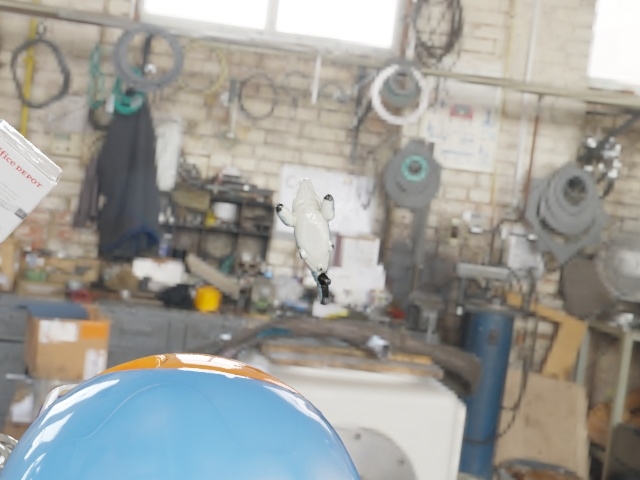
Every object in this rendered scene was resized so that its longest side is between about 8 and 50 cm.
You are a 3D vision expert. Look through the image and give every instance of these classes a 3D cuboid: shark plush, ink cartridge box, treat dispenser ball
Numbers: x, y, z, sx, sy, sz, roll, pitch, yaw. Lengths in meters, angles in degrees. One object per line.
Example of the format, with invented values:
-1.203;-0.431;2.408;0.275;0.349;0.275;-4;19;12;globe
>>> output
0.000;0.000;1.391;0.073;0.161;0.067;-23;8;2;shark plush
-0.390;-0.062;1.292;0.099;0.135;0.056;43;13;-16;ink cartridge box
-0.104;0.228;0.812;0.288;0.288;0.288;7;4;0;treat dispenser ball

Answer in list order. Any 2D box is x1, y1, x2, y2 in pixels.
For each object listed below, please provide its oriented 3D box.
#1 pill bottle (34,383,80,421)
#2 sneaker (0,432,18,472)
-0.296;0.270;1.255;0.112;0.112;0.186;7;42;6;pill bottle
-0.437;0.294;1.423;0.100;0.108;0.271;-36;20;-17;sneaker
